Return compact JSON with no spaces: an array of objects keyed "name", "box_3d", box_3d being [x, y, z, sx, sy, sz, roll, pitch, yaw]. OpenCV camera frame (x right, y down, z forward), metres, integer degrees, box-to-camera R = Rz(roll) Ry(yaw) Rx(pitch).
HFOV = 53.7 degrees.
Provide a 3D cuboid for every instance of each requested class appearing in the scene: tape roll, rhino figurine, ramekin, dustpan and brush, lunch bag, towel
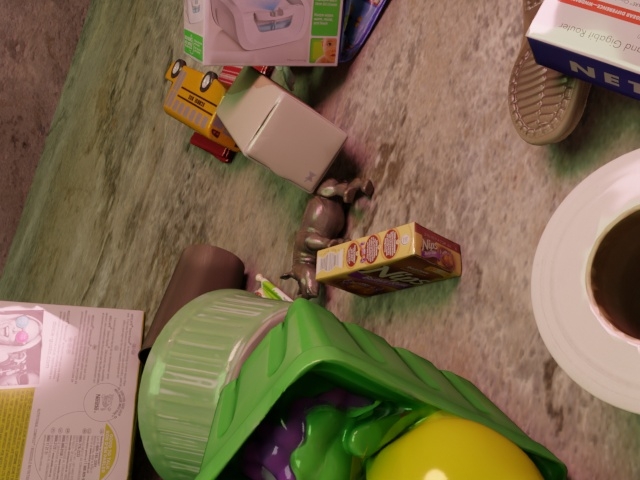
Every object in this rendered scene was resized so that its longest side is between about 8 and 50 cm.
[{"name":"tape roll","box_3d":[0.346,0.050,0.585,0.246,0.169,0.246,-24,55,40]},{"name":"rhino figurine","box_3d":[0.000,0.000,1.065,0.106,0.073,0.243,14,81,44]},{"name":"ramekin","box_3d":[-0.088,0.222,0.896,0.148,0.303,0.303,-2,71,40]},{"name":"dustpan and brush","box_3d":[-0.069,-0.386,1.291,0.147,0.060,0.211,113,140,-55]},{"name":"lunch bag","box_3d":[0.037,-0.492,1.235,0.221,0.138,0.293,46,124,47]},{"name":"towel","box_3d":[-0.207,-0.326,1.481,0.199,0.031,0.275,29,95,50]}]

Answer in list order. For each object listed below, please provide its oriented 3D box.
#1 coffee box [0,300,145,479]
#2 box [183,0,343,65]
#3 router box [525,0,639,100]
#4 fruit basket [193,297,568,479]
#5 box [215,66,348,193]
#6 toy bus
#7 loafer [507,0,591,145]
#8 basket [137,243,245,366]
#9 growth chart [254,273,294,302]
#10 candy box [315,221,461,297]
[{"name":"coffee box","box_3d":[-0.520,0.337,1.205,0.338,0.334,0.338,121,151,-58]},{"name":"box","box_3d":[-0.099,-0.433,1.109,0.127,0.262,0.231,41,132,51]},{"name":"router box","box_3d":[0.427,-0.268,0.614,0.335,0.082,0.301,32,97,27]},{"name":"fruit basket","box_3d":[0.084,0.258,0.625,0.283,0.392,0.392,-51,42,18]},{"name":"box","box_3d":[-0.081,-0.212,1.146,0.121,0.148,0.311,-56,29,10]},{"name":"toy bus","box_3d":[-0.256,-0.309,1.420,0.332,0.108,0.130,34,100,50]},{"name":"loafer","box_3d":[0.312,-0.237,0.814,0.102,0.092,0.269,-6,65,48]},{"name":"basket","box_3d":[-0.229,0.134,1.182,0.204,0.154,0.227,93,-173,-60]},{"name":"growth chart","box_3d":[-0.108,0.194,1.137,0.172,0.021,0.237,23,92,51]},{"name":"candy box","box_3d":[0.095,0.033,0.917,0.186,0.109,0.053,-20,58,42]}]
